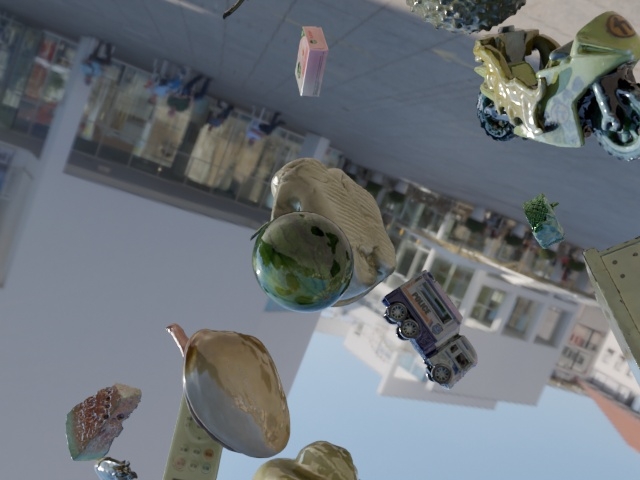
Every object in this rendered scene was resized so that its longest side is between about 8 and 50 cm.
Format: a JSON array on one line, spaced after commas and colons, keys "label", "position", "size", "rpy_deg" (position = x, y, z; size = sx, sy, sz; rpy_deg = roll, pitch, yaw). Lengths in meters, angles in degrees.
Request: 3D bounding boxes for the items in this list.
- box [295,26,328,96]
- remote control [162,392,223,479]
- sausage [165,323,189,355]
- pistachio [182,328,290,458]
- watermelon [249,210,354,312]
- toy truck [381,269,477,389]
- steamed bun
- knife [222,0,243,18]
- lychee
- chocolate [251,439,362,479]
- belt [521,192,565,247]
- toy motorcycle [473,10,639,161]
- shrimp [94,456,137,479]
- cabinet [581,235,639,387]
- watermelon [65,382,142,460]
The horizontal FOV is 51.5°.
[{"label": "box", "position": [-0.021, -0.390, 1.450], "size": [0.043, 0.125, 0.089], "rpy_deg": [-2, -132, -14]}, {"label": "remote control", "position": [-0.207, 0.335, 1.126], "size": [0.090, 0.309, 0.038], "rpy_deg": [16, 152, -11]}, {"label": "sausage", "position": [-0.389, 0.279, 1.857], "size": [0.042, 0.036, 0.158], "rpy_deg": [-15, -145, -29]}, {"label": "pistachio", "position": [-0.129, 0.227, 0.996], "size": [0.215, 0.144, 0.144], "rpy_deg": [64, -174, -4]}, {"label": "watermelon", "position": [-0.037, 0.031, 1.247], "size": [0.188, 0.188, 0.214], "rpy_deg": [14, -145, -48]}, {"label": "toy truck", "position": [0.274, 0.218, 1.620], "size": [0.268, 0.155, 0.124], "rpy_deg": [55, 175, 9]}, {"label": "steamed bun", "position": [0.000, 0.000, 1.595], "size": [0.342, 0.255, 0.367], "rpy_deg": [29, -150, -42]}, {"label": "knife", "position": [-0.183, -0.666, 1.748], "size": [0.021, 0.222, 0.045], "rpy_deg": [13, -134, -61]}, {"label": "lychee", "position": [0.245, -0.483, 1.121], "size": [0.255, 0.255, 0.274], "rpy_deg": [24, -173, 22]}, {"label": "chocolate", "position": [0.000, 0.537, 1.196], "size": [0.326, 0.297, 0.314], "rpy_deg": [27, 180, 29]}, {"label": "belt", "position": [0.526, -0.050, 1.543], "size": [0.151, 0.079, 0.121], "rpy_deg": [18, -130, -62]}, {"label": "toy motorcycle", "position": [0.417, -0.273, 1.173], "size": [0.169, 0.236, 0.410], "rpy_deg": [-17, -160, -25]}, {"label": "shrimp", "position": [-0.444, 0.552, 1.506], "size": [0.217, 0.051, 0.150], "rpy_deg": [-23, 102, 52]}, {"label": "cabinet", "position": [0.626, 0.114, 1.024], "size": [0.227, 0.318, 0.289], "rpy_deg": [44, -154, -52]}, {"label": "watermelon", "position": [-0.605, 0.489, 1.866], "size": [0.094, 0.241, 0.154], "rpy_deg": [31, -160, -55]}]
